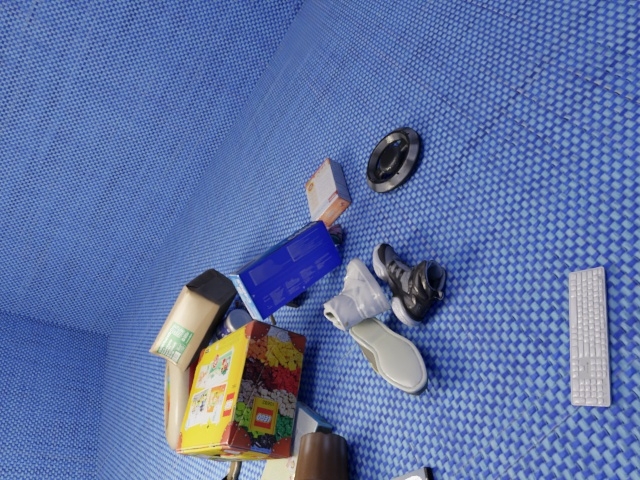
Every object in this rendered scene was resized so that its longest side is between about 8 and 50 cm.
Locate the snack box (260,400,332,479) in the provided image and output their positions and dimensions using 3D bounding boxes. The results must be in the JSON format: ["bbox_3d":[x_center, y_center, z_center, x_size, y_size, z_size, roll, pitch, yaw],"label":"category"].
[{"bbox_3d":[-0.084,0.656,1.465,0.187,0.060,0.321,11,79,61],"label":"snack box"}]

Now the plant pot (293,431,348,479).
[{"bbox_3d":[0.003,0.597,1.289,0.167,0.167,0.165,-39,33,38],"label":"plant pot"}]

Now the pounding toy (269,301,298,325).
[{"bbox_3d":[-0.184,0.198,1.734,0.154,0.269,0.154,18,85,26],"label":"pounding toy"}]

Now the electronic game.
[{"bbox_3d":[0.229,-0.257,1.595,0.229,0.048,0.229,-34,43,40],"label":"electronic game"}]

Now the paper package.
[{"bbox_3d":[-0.500,0.311,2.025,0.324,0.168,0.309,-59,-1,11],"label":"paper package"}]

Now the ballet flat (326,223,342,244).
[{"bbox_3d":[0.000,0.000,1.770,0.222,0.077,0.079,-27,30,41],"label":"ballet flat"}]

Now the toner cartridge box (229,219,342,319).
[{"bbox_3d":[-0.101,0.088,1.588,0.348,0.165,0.075,-34,15,-30],"label":"toner cartridge box"}]

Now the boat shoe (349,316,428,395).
[{"bbox_3d":[0.180,0.296,1.267,0.109,0.091,0.305,-36,31,-9],"label":"boat shoe"}]

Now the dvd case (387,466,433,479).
[{"bbox_3d":[0.170,0.636,1.124,0.253,0.022,0.180,-41,39,36],"label":"dvd case"}]

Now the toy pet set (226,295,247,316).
[{"bbox_3d":[-0.362,0.288,2.136,0.122,0.065,0.114,1,71,58],"label":"toy pet set"}]

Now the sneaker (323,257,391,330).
[{"bbox_3d":[0.075,0.149,1.412,0.169,0.108,0.292,-29,17,0],"label":"sneaker"}]

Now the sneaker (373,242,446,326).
[{"bbox_3d":[0.239,0.082,1.313,0.153,0.101,0.268,-46,42,29],"label":"sneaker"}]

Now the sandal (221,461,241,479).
[{"bbox_3d":[-0.319,0.835,1.723,0.072,0.049,0.180,-19,55,51],"label":"sandal"}]

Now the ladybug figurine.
[{"bbox_3d":[-0.555,0.632,2.074,0.305,0.162,0.449,117,148,-45],"label":"ladybug figurine"}]

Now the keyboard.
[{"bbox_3d":[0.498,0.175,0.928,0.072,0.014,0.255,-19,55,51],"label":"keyboard"}]

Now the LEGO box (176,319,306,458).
[{"bbox_3d":[-0.272,0.517,1.652,0.500,0.193,0.372,-35,40,51],"label":"LEGO box"}]

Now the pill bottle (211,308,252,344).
[{"bbox_3d":[-0.366,0.369,2.040,0.187,0.112,0.112,-45,37,39],"label":"pill bottle"}]

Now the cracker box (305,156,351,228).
[{"bbox_3d":[0.024,-0.173,1.840,0.155,0.067,0.232,-47,35,31],"label":"cracker box"}]
